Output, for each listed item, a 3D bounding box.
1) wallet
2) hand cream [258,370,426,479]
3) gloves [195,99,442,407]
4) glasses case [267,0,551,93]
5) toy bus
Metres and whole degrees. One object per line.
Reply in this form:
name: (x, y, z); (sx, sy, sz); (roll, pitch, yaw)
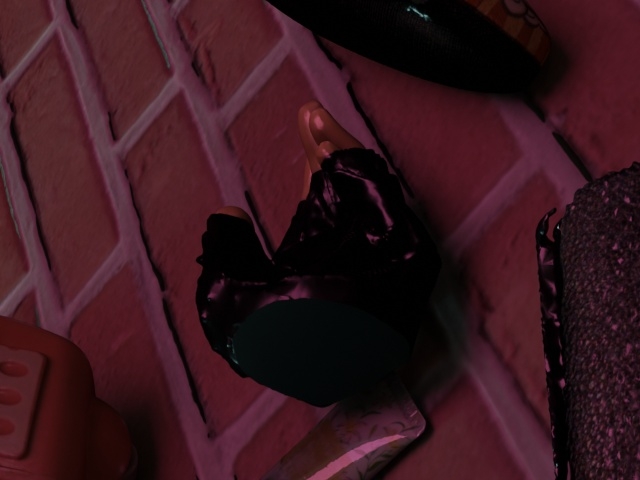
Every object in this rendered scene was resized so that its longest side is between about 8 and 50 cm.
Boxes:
wallet: (0.213, 0.041, 0.752); (0.262, 0.071, 0.221); (-24, 45, 32)
hand cream: (-0.019, 0.152, 0.986); (0.194, 0.042, 0.067); (-46, 34, 12)
gloves: (0.000, 0.000, 1.018); (0.164, 0.124, 0.203); (-11, 31, 23)
glasses case: (0.031, -0.166, 1.096); (0.082, 0.122, 0.321); (-55, 33, -2)
toy bus: (-0.241, 0.180, 1.105); (0.194, 0.232, 0.287); (100, 175, -49)
